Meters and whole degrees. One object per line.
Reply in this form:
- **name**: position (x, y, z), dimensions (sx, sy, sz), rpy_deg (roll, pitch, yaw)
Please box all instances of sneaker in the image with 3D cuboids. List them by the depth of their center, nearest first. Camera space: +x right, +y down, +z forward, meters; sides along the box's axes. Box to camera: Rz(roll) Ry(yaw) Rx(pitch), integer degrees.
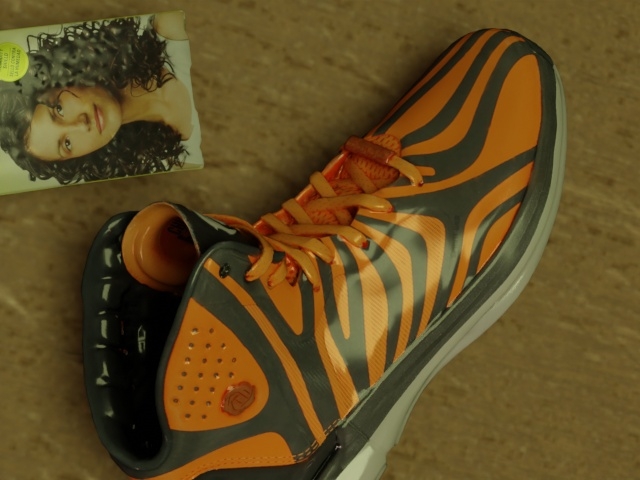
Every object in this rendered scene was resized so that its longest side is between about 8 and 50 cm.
- **sneaker**: position (0.000, 0.000, 1.004), dimensions (0.180, 0.125, 0.321), rpy_deg (39, 75, -39)

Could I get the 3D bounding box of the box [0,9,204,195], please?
- **box**: position (-0.179, -0.062, 0.982), dimensions (0.232, 0.058, 0.087), rpy_deg (-10, 95, -22)
